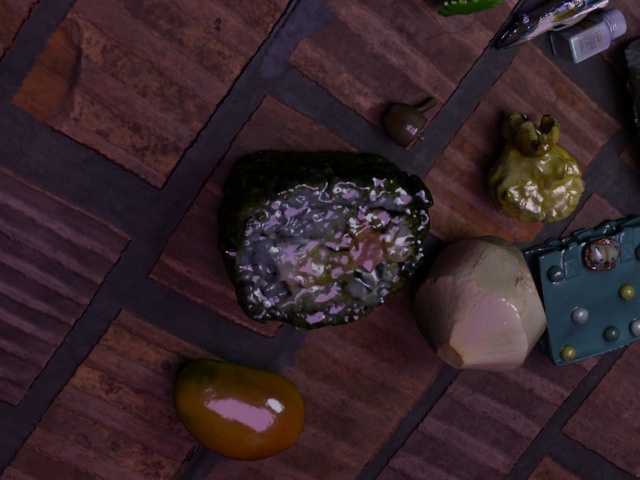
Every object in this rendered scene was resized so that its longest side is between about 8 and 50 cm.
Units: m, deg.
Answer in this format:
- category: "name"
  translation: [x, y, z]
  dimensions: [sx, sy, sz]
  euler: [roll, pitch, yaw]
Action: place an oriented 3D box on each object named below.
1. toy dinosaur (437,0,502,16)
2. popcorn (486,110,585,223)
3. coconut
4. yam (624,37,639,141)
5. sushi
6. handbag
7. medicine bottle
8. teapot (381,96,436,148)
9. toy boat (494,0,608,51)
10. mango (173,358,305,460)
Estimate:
- category: "toy dinosaur"
  translation: [0.229, -0.462, 1.413]
  dimensions: [0.194, 0.152, 0.177]
  euler: [-5, 95, 11]
- category: "popcorn"
  translation: [0.391, -0.127, 1.562]
  dimensions: [0.168, 0.173, 0.195]
  euler: [18, 118, 21]
- category: "coconut"
  translation: [0.288, 0.125, 1.578]
  dimensions: [0.259, 0.259, 0.259]
  euler: [-6, 113, -14]
- category: "yam"
  translation: [0.693, -0.215, 1.581]
  dimensions: [0.241, 0.241, 0.348]
  euler: [-30, 116, -3]
- category: "sushi"
  translation: [0.000, 0.000, 1.488]
  dimensions: [0.351, 0.178, 0.294]
  euler: [-2, 114, -15]
- category: "handbag"
  translation: [0.552, 0.110, 1.743]
  dimensions: [0.268, 0.100, 0.274]
  euler: [-14, 115, -10]
- category: "medicine bottle"
  translation: [0.477, -0.365, 1.538]
  dimensions: [0.118, 0.074, 0.055]
  euler: [-25, 116, -6]
- category: "teapot"
  translation: [0.158, -0.213, 1.524]
  dimensions: [0.080, 0.085, 0.110]
  euler: [37, 68, -4]
- category: "toy boat"
  translation: [0.396, -0.387, 1.511]
  dimensions: [0.210, 0.084, 0.066]
  euler: [-30, 113, 7]
- category: "mango"
  translation: [-0.153, 0.314, 1.595]
  dimensions: [0.254, 0.139, 0.176]
  euler: [17, 94, -14]
